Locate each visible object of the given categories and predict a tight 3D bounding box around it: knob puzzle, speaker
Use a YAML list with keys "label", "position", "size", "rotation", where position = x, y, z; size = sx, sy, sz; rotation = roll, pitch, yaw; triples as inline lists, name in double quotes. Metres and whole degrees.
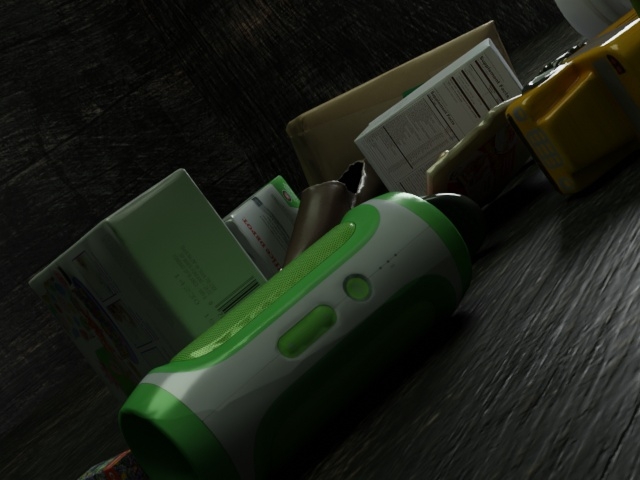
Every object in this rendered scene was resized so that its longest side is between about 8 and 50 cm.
- label: "knob puzzle"
  position: [0.182, -0.096, 1.293]
  size: [0.213, 0.030, 0.213]
  rotation: [-37, -25, -20]
- label: "speaker"
  position: [-0.012, 0.083, 0.937]
  size: [0.296, 0.131, 0.131]
  rotation: [-39, 6, -29]

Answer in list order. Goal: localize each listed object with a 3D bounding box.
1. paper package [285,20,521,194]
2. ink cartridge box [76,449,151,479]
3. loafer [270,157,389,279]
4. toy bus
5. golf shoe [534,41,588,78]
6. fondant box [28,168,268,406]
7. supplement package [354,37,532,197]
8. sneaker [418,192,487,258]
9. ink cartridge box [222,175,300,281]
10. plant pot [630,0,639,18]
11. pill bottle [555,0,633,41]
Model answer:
- label: "paper package"
  position: [0.128, -0.179, 1.825]
  size: [0.324, 0.168, 0.309]
  rotation: [-26, 5, -3]
- label: "ink cartridge box"
  position: [-0.167, 0.220, 1.046]
  size: [0.115, 0.063, 0.029]
  rotation: [-30, 7, 46]
- label: "loafer"
  position: [0.000, 0.000, 1.532]
  size: [0.134, 0.130, 0.366]
  rotation: [-33, 6, 31]
- label: "toy bus"
  position: [0.337, -0.179, 1.115]
  size: [0.332, 0.108, 0.130]
  rotation: [-37, 7, -17]
- label: "golf shoe"
  position: [0.318, -0.163, 1.258]
  size: [0.272, 0.105, 0.120]
  rotation: [-31, -11, -15]
- label: "fondant box"
  position: [-0.153, 0.084, 1.192]
  size: [0.096, 0.238, 0.330]
  rotation: [-39, 7, -28]
- label: "supplement package"
  position: [0.175, -0.138, 1.528]
  size: [0.203, 0.149, 0.194]
  rotation: [-35, 6, 14]
- label: "sneaker"
  position: [0.069, 0.010, 1.241]
  size: [0.270, 0.090, 0.145]
  rotation: [-36, 7, 30]
- label: "ink cartridge box"
  position: [-0.088, 0.005, 1.915]
  size: [0.087, 0.153, 0.208]
  rotation: [-34, 5, 29]
- label: "plant pot"
  position: [0.354, -0.227, 0.855]
  size: [0.207, 0.227, 0.228]
  rotation: [-23, 13, 42]
- label: "pill bottle"
  position: [0.438, -0.376, 1.302]
  size: [0.229, 0.229, 0.407]
  rotation: [-40, 1, -34]
